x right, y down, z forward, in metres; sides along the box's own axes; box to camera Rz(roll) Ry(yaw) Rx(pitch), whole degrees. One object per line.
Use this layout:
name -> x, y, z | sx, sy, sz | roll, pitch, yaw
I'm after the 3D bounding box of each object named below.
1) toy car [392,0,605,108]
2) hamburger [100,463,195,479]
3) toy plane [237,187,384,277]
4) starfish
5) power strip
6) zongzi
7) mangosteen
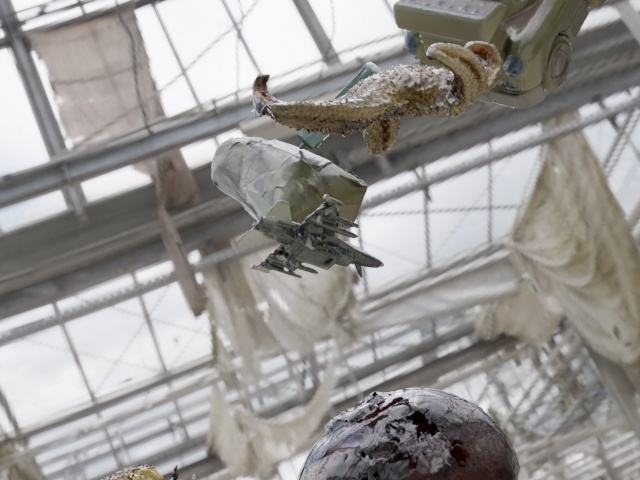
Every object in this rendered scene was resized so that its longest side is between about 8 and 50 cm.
toy car -> 0.280, -0.391, 1.501 | 0.336, 0.242, 0.226 | -60, -38, -12
hamburger -> -0.218, 0.305, 1.101 | 0.190, 0.093, 0.164 | -29, -10, -4
toy plane -> -0.003, 0.009, 1.280 | 0.234, 0.082, 0.160 | 28, -54, -28
starfish -> 0.064, -0.165, 1.164 | 0.303, 0.113, 0.312 | -10, -1, 10
power strip -> 0.039, -0.281, 2.156 | 0.253, 0.054, 0.167 | -44, 0, 15
zongzi -> -0.138, -0.112, 2.164 | 0.393, 0.356, 0.174 | -22, -51, -58
mangosteen -> 0.142, 0.453, 1.632 | 0.381, 0.421, 0.381 | -6, 8, 1
